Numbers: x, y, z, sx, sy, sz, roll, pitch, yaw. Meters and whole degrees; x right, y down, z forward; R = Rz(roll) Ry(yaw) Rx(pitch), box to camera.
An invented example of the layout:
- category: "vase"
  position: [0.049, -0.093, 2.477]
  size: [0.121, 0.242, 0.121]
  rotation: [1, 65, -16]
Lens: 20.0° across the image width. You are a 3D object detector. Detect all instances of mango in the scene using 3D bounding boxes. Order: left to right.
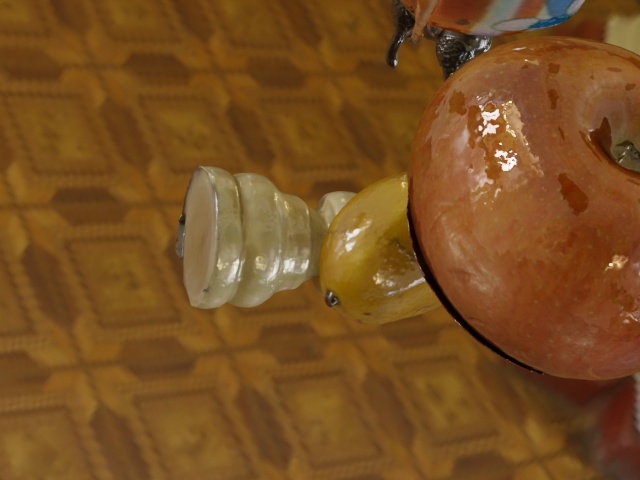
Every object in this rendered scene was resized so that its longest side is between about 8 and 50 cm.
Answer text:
- category: "mango"
  position: [0.087, 0.005, 1.637]
  size: [0.109, 0.147, 0.227]
  rotation: [34, 27, 28]

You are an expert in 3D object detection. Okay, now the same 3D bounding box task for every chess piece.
- category: "chess piece"
  position: [0.000, 0.000, 1.779]
  size: [0.261, 0.143, 0.143]
  rotation: [2, 52, -18]

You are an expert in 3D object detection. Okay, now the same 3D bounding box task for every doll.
- category: "doll"
  position: [0.113, -0.222, 1.754]
  size: [0.057, 0.165, 0.139]
  rotation: [-23, 50, -31]

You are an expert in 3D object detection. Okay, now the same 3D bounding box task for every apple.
- category: "apple"
  position: [0.200, -0.031, 1.410]
  size: [0.251, 0.206, 0.272]
  rotation: [-5, 63, -17]

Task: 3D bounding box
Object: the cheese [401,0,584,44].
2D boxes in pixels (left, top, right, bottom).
- category: "cheese"
  position: [0.095, -0.198, 0.910]
  size: [0.129, 0.217, 0.329]
  rotation: [28, 9, -1]
